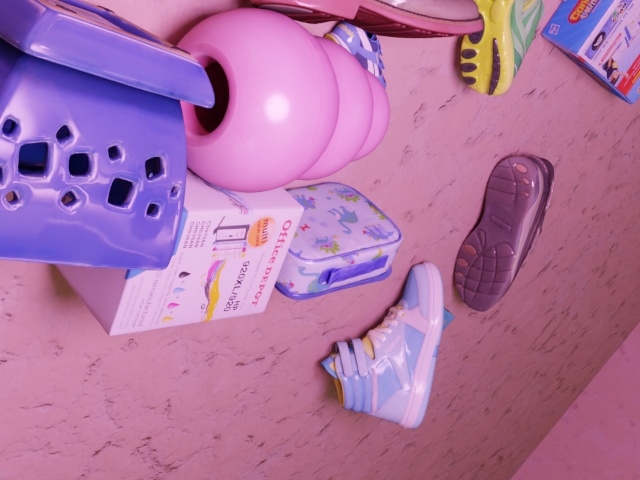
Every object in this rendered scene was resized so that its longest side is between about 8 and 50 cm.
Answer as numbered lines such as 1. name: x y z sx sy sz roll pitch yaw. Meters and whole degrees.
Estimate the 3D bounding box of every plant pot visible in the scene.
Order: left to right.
1. plant pot: -0.257 -0.119 0.772 0.236 0.236 0.212 9 111 -50

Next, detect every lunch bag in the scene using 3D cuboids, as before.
1. lunch bag: 0.000 0.000 1.200 0.218 0.176 0.090 -14 133 -40

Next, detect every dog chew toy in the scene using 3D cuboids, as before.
1. dog chew toy: -0.032 -0.162 1.000 0.331 0.206 0.207 -5 129 -54

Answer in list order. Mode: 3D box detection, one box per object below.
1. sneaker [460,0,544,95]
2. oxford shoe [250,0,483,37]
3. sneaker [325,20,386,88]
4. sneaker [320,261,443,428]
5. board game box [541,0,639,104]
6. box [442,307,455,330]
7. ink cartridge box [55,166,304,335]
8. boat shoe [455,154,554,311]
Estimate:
1. sneaker: 0.272 -0.363 1.216 0.123 0.109 0.296 -47 151 -43
2. oxford shoe: 0.078 -0.319 0.999 0.348 0.123 0.130 -1 100 -41
3. sneaker: 0.063 -0.252 1.126 0.059 0.053 0.144 -49 146 0
4. sneaker: 0.114 0.184 1.556 0.127 0.208 0.319 138 -38 -82
5. board game box: 0.567 -0.429 1.455 0.301 0.086 0.308 14 114 -52
6. box: 0.162 0.219 1.689 0.244 0.060 0.100 -50 145 4
7. ink cartridge box: -0.175 -0.010 1.010 0.232 0.168 0.171 -4 126 -45
8. boat shoe: 0.381 -0.008 1.636 0.130 0.132 0.356 -15 135 -37
